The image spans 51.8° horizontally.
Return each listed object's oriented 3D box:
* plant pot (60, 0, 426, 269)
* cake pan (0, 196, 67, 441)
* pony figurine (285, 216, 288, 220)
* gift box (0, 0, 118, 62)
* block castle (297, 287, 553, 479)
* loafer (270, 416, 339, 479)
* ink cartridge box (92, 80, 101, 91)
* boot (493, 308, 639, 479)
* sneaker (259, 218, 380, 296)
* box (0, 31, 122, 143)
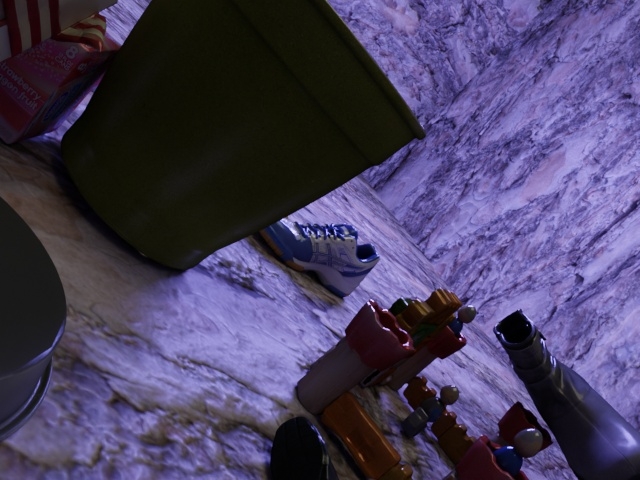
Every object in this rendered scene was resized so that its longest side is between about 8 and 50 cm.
[{"bbox_3d":[-0.118,-0.157,0.837,0.366,0.353,0.366,48,10,-11],"label":"plant pot"},{"bbox_3d":[-0.292,0.009,0.436,0.293,0.054,0.293,44,11,-11],"label":"cake pan"},{"bbox_3d":[-0.117,-0.239,1.480,0.363,0.302,0.351,-116,-169,-65],"label":"pony figurine"},{"bbox_3d":[-0.316,-0.274,0.539,0.276,0.258,0.255,45,56,7],"label":"gift box"},{"bbox_3d":[0.188,0.232,0.972,0.303,0.213,0.453,50,13,20],"label":"block castle"},{"bbox_3d":[-0.006,0.250,0.644,0.170,0.062,0.061,-113,178,-52],"label":"loafer"},{"bbox_3d":[-0.456,-0.398,1.050,0.186,0.065,0.311,54,2,36],"label":"ink cartridge box"},{"bbox_3d":[0.379,0.242,1.055,0.223,0.118,0.338,55,-1,-8],"label":"boot"},{"bbox_3d":[0.000,0.000,1.302,0.296,0.131,0.112,32,20,-45],"label":"sneaker"},{"bbox_3d":[-0.402,-0.275,0.764,0.300,0.154,0.142,45,12,-11],"label":"box"}]
